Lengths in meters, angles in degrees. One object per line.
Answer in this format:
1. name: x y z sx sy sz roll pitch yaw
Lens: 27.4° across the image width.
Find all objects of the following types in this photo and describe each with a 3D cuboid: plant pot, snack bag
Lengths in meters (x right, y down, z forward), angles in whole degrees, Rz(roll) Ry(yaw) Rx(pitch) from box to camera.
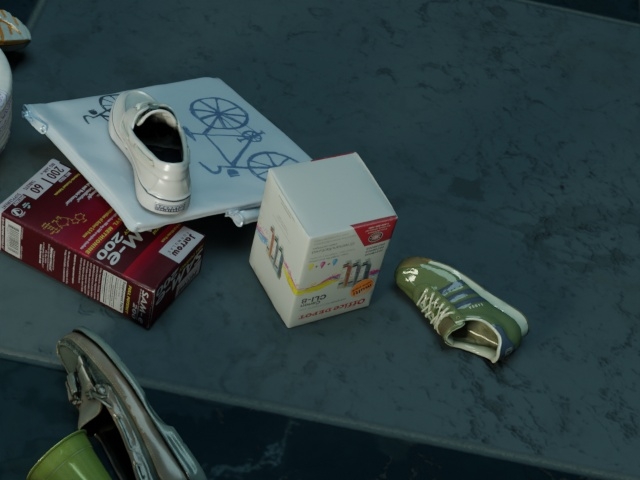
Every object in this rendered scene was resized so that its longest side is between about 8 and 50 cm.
1. plant pot: -0.262 0.263 1.425 0.079 0.083 0.083 46 52 13
2. snack bag: -0.190 -0.117 1.793 0.342 0.037 0.323 -14 43 -37

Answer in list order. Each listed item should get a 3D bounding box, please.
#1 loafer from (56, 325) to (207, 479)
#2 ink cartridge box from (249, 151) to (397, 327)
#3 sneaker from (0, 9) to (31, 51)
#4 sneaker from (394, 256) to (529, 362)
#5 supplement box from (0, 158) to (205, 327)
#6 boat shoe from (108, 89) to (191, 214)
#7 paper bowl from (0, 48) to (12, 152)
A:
1. loafer: -0.231 0.205 1.475 0.084 0.096 0.267 -29 60 -28
2. ink cartridge box: 0.000 0.000 1.675 0.128 0.176 0.127 -14 53 -25
3. sneaker: -0.529 -0.288 1.908 0.215 0.083 0.084 -6 47 -26
4. sneaker: 0.172 0.093 1.700 0.192 0.064 0.086 29 41 11
5. supplement box: -0.283 0.001 1.679 0.239 0.073 0.130 26 44 12
6. boat shoe: -0.212 -0.138 1.704 0.095 0.084 0.258 -3 37 -25
7. paper bowl: -0.551 -0.168 1.730 0.284 0.148 0.284 7 44 -7
